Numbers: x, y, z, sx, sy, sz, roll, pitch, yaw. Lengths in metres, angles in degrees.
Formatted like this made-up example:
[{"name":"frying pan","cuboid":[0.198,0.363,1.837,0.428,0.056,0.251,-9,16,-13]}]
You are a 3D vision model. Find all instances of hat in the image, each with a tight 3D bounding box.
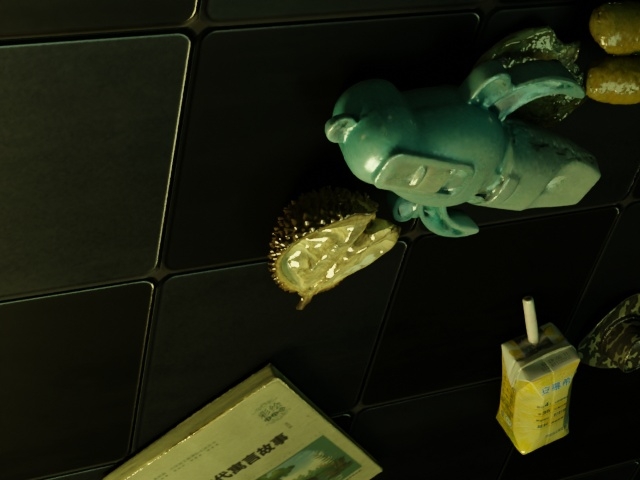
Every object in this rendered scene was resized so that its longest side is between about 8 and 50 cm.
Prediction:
[{"name":"hat","cuboid":[0.348,0.115,1.436,0.121,0.050,0.121,-16,136,-16]}]

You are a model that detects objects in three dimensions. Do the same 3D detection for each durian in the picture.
[{"name":"durian","cuboid":[0.002,-0.001,1.081,0.110,0.071,0.140,6,137,-26]}]

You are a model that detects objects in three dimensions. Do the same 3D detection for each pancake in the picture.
[{"name":"pancake","cuboid":[0.174,-0.129,1.091,0.116,0.022,0.129,-26,142,3]}]

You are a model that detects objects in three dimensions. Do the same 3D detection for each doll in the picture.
[{"name":"doll","cuboid":[0.306,-0.163,1.095,0.209,0.097,0.137,0,91,-27]}]

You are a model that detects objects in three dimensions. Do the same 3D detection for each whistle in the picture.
[{"name":"whistle","cuboid":[0.120,-0.072,1.051,0.274,0.093,0.186,9,132,-33]}]

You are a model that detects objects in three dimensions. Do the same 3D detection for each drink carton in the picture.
[{"name":"drink carton","cuboid":[0.237,0.146,1.382,0.084,0.074,0.200,-21,141,-13]}]

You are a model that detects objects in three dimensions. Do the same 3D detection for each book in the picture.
[{"name":"book","cuboid":[-0.071,0.246,1.330,0.215,0.025,0.282,-35,142,7]}]
